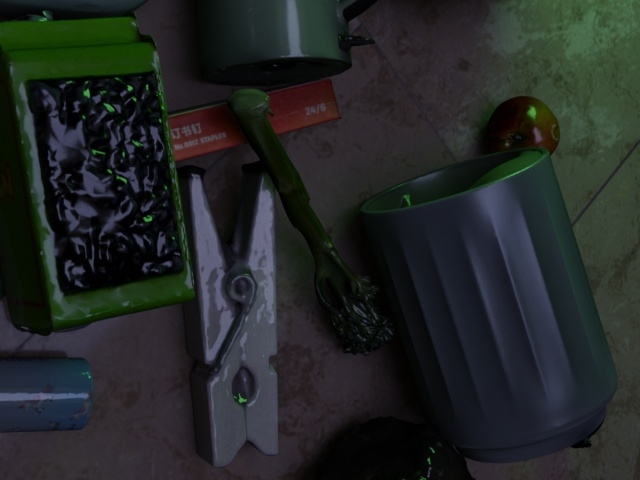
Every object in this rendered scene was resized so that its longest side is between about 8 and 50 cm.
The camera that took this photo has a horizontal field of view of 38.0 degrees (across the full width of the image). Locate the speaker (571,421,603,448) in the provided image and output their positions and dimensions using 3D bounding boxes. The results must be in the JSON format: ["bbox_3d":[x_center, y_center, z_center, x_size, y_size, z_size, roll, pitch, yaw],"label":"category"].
[{"bbox_3d":[0.362,0.247,1.310,0.060,0.075,0.094,-43,135,-15],"label":"speaker"}]

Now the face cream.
[{"bbox_3d":[-0.339,0.148,0.888,0.229,0.075,0.075,4,88,-30],"label":"face cream"}]

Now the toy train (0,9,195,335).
[{"bbox_3d":[-0.240,-0.063,0.849,0.173,0.249,0.307,-11,95,-33],"label":"toy train"}]

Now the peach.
[{"bbox_3d":[0.273,-0.145,1.248,0.101,0.101,0.101,0,90,-31],"label":"peach"}]

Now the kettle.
[{"bbox_3d":[-0.029,-0.307,1.002,0.165,0.240,0.255,0,86,-69],"label":"kettle"}]

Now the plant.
[{"bbox_3d":[0.102,0.331,1.097,0.204,0.178,0.234,-49,124,-34],"label":"plant"}]

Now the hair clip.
[{"bbox_3d":[-0.099,0.079,1.025,0.101,0.085,0.331,-5,94,-29],"label":"hair clip"}]

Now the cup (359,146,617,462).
[{"bbox_3d":[0.222,0.064,1.157,0.323,0.237,0.327,-37,110,-58],"label":"cup"}]

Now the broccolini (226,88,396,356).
[{"bbox_3d":[0.003,-0.004,1.015,0.392,0.074,0.079,62,28,-45],"label":"broccolini"}]

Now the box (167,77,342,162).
[{"bbox_3d":[-0.106,-0.126,1.002,0.229,0.123,0.050,-18,102,-29],"label":"box"}]

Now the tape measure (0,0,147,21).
[{"bbox_3d":[-0.246,-0.342,0.917,0.243,0.125,0.246,-17,98,-30],"label":"tape measure"}]
